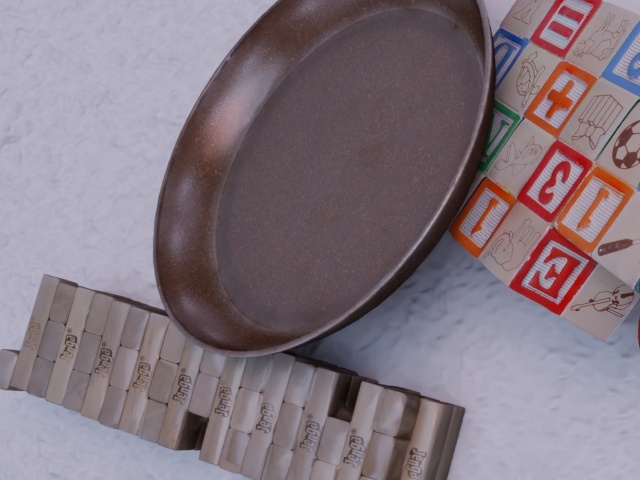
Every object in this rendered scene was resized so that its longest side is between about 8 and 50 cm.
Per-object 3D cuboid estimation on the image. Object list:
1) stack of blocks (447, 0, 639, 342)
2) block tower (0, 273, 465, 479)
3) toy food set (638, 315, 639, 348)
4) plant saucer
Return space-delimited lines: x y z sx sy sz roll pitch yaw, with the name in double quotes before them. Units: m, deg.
"stack of blocks" 0.177 -0.033 0.685 0.171 0.087 0.297 -57 29 9
"block tower" -0.072 0.111 0.853 0.336 0.091 0.097 14 85 23
"toy food set" 0.263 -0.029 0.730 0.105 0.111 0.232 1 74 24
"plant saucer" 0.003 -0.059 0.807 0.311 0.050 0.310 -28 46 35
